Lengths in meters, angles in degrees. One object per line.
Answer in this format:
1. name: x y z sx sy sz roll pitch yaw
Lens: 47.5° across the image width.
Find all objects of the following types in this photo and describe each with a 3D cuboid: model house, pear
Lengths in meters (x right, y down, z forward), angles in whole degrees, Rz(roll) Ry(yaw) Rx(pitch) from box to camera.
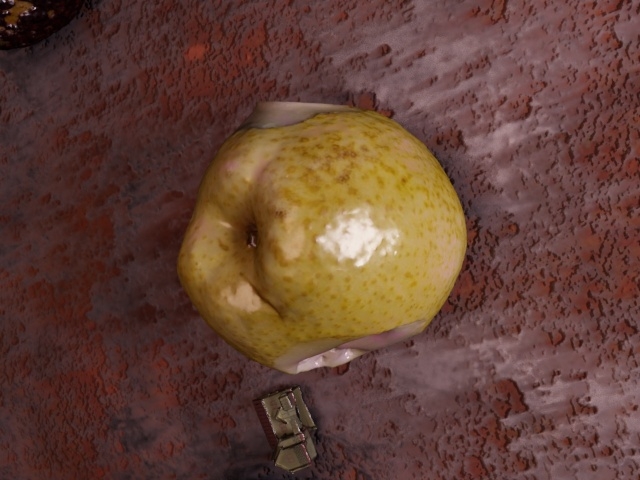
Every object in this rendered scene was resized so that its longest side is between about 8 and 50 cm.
1. model house: -0.040 0.209 0.800 0.058 0.057 0.083 -23 87 18
2. pear: 0.000 0.000 0.663 0.271 0.271 0.271 2 95 22

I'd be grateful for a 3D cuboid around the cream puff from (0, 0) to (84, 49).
1. cream puff: -0.388 -0.340 0.838 0.238 0.165 0.239 1 92 23
